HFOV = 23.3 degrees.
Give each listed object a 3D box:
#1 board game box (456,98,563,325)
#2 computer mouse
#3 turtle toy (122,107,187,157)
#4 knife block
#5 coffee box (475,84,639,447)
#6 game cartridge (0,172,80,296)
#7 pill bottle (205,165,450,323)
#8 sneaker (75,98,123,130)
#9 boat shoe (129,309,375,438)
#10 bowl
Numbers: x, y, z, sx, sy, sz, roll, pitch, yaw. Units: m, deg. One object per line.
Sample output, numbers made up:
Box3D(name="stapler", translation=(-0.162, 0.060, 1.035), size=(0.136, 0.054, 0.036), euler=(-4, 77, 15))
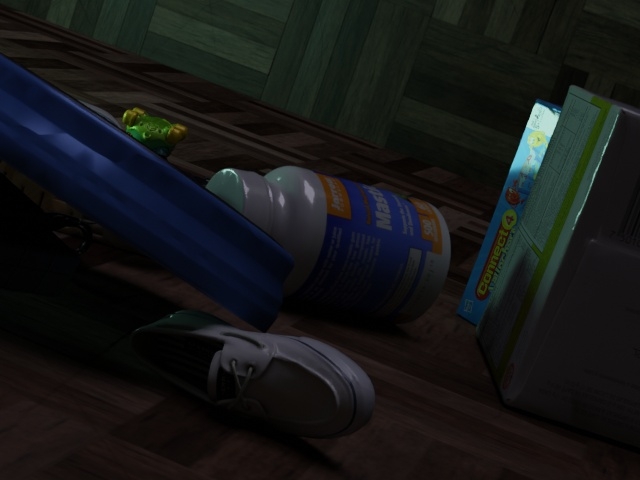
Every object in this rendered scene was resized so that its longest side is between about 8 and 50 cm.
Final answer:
Box3D(name="board game box", translation=(0.364, -0.005, 2.066), size=(0.308, 0.302, 0.086), euler=(12, 12, -38))
Box3D(name="computer mouse", translation=(-0.212, -0.031, 1.639), size=(0.242, 0.071, 0.041), euler=(-19, -4, -43))
Box3D(name="turtle toy", translation=(-0.258, -0.159, 2.396), size=(0.095, 0.066, 0.130), euler=(22, 9, 2))
Box3D(name="knife block", translation=(-0.259, -0.066, 1.822), size=(0.276, 0.088, 0.242), euler=(16, 9, -17))
Box3D(name="coffee box", translation=(0.403, 0.043, 1.768), size=(0.338, 0.338, 0.334), euler=(19, 9, -3))
Box3D(name="game cartridge", translation=(-0.392, -0.076, 1.380), size=(0.355, 0.068, 0.230), euler=(38, 17, 30))
Box3D(name="pill bottle", translation=(0.000, 0.000, 1.769), size=(0.272, 0.152, 0.152), euler=(14, 11, -33))
Box3D(name="sneaker", translation=(-0.369, -0.140, 1.906), size=(0.319, 0.127, 0.208), euler=(14, 10, -24))
Box3D(name="boat shoe", translation=(-0.063, 0.115, 1.274), size=(0.226, 0.083, 0.076), euler=(12, 14, 38))
Box3D(name="bowl", translation=(-0.191, -0.053, 1.410), size=(0.391, 0.077, 0.391), euler=(33, -3, 2))
